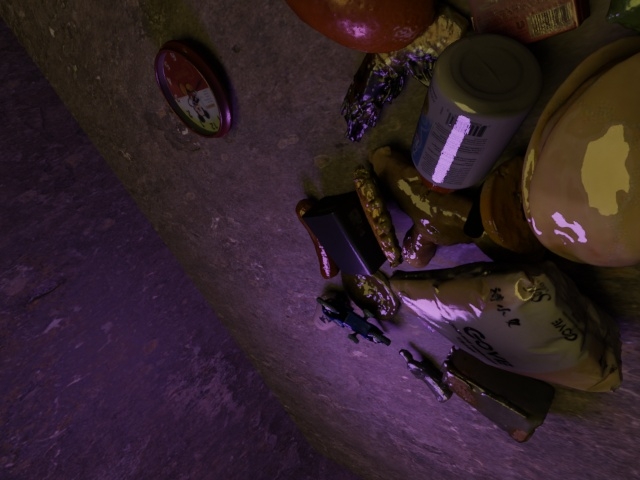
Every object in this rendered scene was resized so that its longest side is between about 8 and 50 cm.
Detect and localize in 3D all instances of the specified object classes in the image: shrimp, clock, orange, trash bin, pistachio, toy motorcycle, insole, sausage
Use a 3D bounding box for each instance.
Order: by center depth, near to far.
[{"bbox_3d":[0.417,-0.110,0.593,0.238,0.229,0.321,-1,122,-2],"label":"pistachio"},{"bbox_3d":[0.045,-0.485,0.724,0.274,0.274,0.310,110,152,-56],"label":"orange"},{"bbox_3d":[0.325,-0.070,0.824,0.053,0.153,0.002,24,166,16],"label":"insole"},{"bbox_3d":[0.172,-0.293,0.849,0.233,0.071,0.365,41,143,2],"label":"shrimp"},{"bbox_3d":[0.076,-0.014,1.222,0.165,0.115,0.225,-4,123,53],"label":"trash bin"},{"bbox_3d":[-0.397,-0.474,1.334,0.318,0.080,0.318,29,146,22],"label":"clock"},{"bbox_3d":[0.003,0.000,1.359,0.102,0.076,0.302,14,135,42],"label":"sausage"},{"bbox_3d":[0.105,0.271,1.429,0.315,0.113,0.169,34,173,-15],"label":"toy motorcycle"}]

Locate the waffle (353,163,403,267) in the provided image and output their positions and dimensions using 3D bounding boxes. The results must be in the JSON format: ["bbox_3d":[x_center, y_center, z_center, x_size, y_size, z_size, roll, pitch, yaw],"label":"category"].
[{"bbox_3d":[0.135,-0.067,1.007,0.291,0.051,0.291,-24,-90,-84],"label":"waffle"}]

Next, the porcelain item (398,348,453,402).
[{"bbox_3d":[0.352,0.451,1.430,0.215,0.069,0.081,41,152,10],"label":"porcelain item"}]

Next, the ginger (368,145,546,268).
[{"bbox_3d":[0.269,-0.062,0.926,0.348,0.122,0.363,53,159,-23],"label":"ginger"}]

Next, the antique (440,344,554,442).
[{"bbox_3d":[0.479,0.411,1.177,0.284,0.125,0.150,31,143,26],"label":"antique"}]

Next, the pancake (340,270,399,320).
[{"bbox_3d":[0.160,0.174,1.382,0.242,0.050,0.242,31,145,25],"label":"pancake"}]

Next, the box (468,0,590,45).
[{"bbox_3d":[0.304,-0.352,0.620,0.156,0.060,0.111,3,129,48],"label":"box"}]

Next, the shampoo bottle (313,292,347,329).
[{"bbox_3d":[0.042,0.268,1.604,0.127,0.078,0.257,44,145,11],"label":"shampoo bottle"}]

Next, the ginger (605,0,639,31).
[{"bbox_3d":[0.351,-0.391,0.486,0.137,0.089,0.290,-37,104,24],"label":"ginger"}]

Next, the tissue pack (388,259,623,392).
[{"bbox_3d":[0.383,0.151,0.879,0.375,0.195,0.390,34,160,-21],"label":"tissue pack"}]

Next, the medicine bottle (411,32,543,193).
[{"bbox_3d":[0.246,-0.191,0.727,0.157,0.157,0.289,39,164,15],"label":"medicine bottle"}]

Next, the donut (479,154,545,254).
[{"bbox_3d":[0.363,-0.064,0.769,0.162,0.178,0.065,14,177,-17],"label":"donut"}]

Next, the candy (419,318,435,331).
[{"bbox_3d":[0.334,0.185,1.159,0.092,0.073,0.160,45,149,8],"label":"candy"}]
